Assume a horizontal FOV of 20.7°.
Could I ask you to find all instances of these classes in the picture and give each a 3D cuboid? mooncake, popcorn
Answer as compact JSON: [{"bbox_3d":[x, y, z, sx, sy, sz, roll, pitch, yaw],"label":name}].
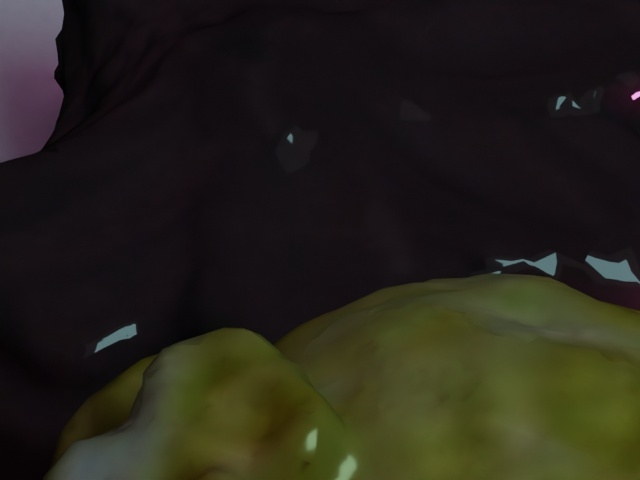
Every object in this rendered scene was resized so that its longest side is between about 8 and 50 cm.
[{"bbox_3d":[0.000,0.000,0.769,0.351,0.212,0.381,3,45,-1],"label":"mooncake"},{"bbox_3d":[0.055,0.153,0.462,0.312,0.312,0.312,20,56,-33],"label":"popcorn"}]
